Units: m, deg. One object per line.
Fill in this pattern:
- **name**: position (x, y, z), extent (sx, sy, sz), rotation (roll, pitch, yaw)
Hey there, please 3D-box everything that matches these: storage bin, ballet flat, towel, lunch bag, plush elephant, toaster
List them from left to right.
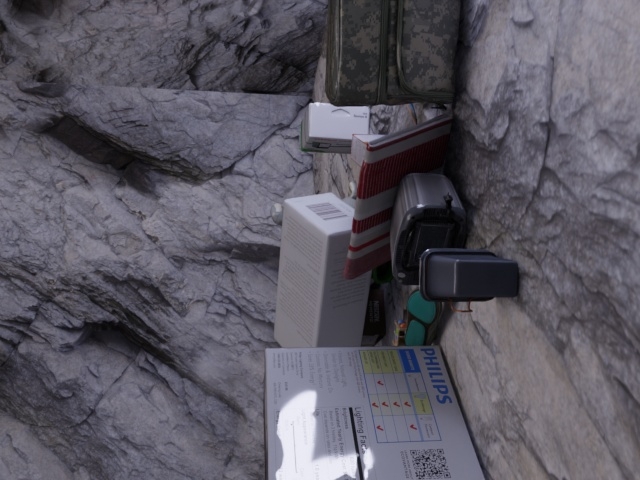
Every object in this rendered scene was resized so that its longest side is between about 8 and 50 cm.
- **plush elephant**: position (0.037, -0.059, 2.244), extent (0.255, 0.330, 0.272), rotation (-49, 47, 43)
- **lunch bag**: position (0.146, -0.411, 1.269), extent (0.212, 0.256, 0.305), rotation (-118, 29, -79)
- **towel**: position (0.153, -0.087, 1.328), extent (0.037, 0.237, 0.329), rotation (39, 139, 33)
- **toaster**: position (0.201, -0.031, 1.249), extent (0.146, 0.129, 0.227), rotation (-93, 6, -52)
- **ballet flat**: position (0.213, 0.148, 1.321), extent (0.068, 0.072, 0.213), rotation (-42, -28, -32)
- **storage bin**: position (0.231, 0.062, 0.993), extent (0.091, 0.135, 0.098), rotation (-178, 89, -74)

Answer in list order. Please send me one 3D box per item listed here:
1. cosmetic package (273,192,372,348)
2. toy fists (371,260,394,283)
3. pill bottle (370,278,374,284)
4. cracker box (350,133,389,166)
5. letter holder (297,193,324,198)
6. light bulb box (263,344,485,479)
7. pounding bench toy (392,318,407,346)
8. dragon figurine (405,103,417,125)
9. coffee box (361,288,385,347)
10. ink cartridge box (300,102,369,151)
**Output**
- **cosmetic package**: position (0.005, 0.125, 1.769), extent (0.230, 0.161, 0.453), rotation (40, 132, 47)
- **toy fists**: position (0.162, -0.028, 1.732), extent (0.142, 0.096, 0.279), rotation (-132, 41, -58)
- **pill bottle**: position (0.083, 0.090, 2.003), extent (0.323, 0.181, 0.181), rotation (108, 162, -69)
- **cracker box**: position (0.163, -0.201, 1.496), extent (0.232, 0.155, 0.067), rotation (-110, 21, -74)
- **letter holder**: position (0.000, 0.000, 2.519), extent (0.214, 0.152, 0.302), rotation (26, -121, -59)
- **light bulb box**: position (0.075, 0.396, 1.229), extent (0.358, 0.361, 0.225), rotation (-99, 11, -57)
- **pounding bench toy**: position (0.202, 0.223, 1.501), extent (0.083, 0.052, 0.065), rotation (-112, 25, -74)
- **dragon figurine**: position (0.202, -0.379, 1.501), extent (0.289, 0.144, 0.085), rotation (-122, 30, -42)
- **coffee box**: position (0.123, 0.247, 1.971), extent (0.246, 0.098, 0.141), rotation (110, 160, -69)
- **ink cartridge box**: position (0.045, -0.392, 2.308), extent (0.289, 0.211, 0.122), rotation (163, 109, -83)
